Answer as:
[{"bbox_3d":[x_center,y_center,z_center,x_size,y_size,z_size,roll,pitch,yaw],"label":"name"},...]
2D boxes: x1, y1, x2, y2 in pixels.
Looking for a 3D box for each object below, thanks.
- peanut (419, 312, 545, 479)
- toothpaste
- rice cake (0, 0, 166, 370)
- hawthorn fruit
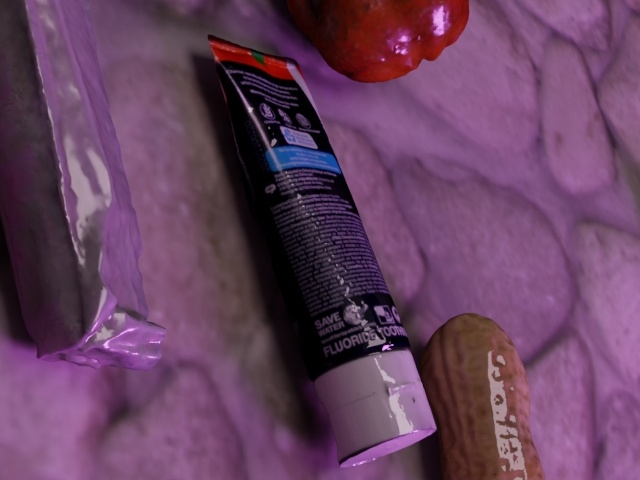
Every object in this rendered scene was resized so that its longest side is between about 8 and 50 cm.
[{"bbox_3d":[0.077,0.089,0.719,0.054,0.054,0.113,3,72,-49],"label":"peanut"},{"bbox_3d":[0.000,0.000,0.683,0.071,0.045,0.193,4,62,-57],"label":"toothpaste"},{"bbox_3d":[-0.113,-0.078,0.582,0.055,0.049,0.269,11,62,-71],"label":"rice cake"},{"bbox_3d":[0.026,-0.122,0.742,0.093,0.093,0.093,26,53,-40],"label":"hawthorn fruit"}]
